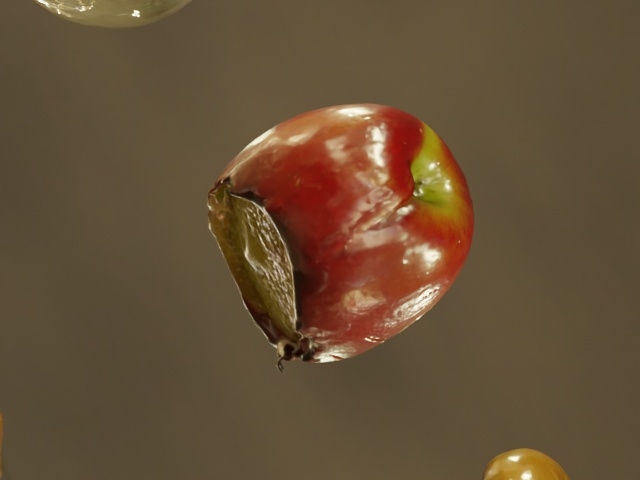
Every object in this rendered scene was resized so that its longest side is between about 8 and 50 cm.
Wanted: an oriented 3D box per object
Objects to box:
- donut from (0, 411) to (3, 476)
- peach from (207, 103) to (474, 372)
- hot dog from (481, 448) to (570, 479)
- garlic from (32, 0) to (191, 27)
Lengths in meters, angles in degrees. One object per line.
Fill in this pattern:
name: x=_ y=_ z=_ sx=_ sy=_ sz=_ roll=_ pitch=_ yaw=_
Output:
donut: x=-0.215 y=0.137 z=0.646 sx=0.108 sy=0.277 sz=0.277 roll=0 pitch=-66 yaw=19
peach: x=0.000 y=0.000 z=1.295 sx=0.226 sy=0.196 sz=0.190 roll=-29 pitch=-55 yaw=32
hot dog: x=0.110 y=0.152 z=0.884 sx=0.140 sy=0.060 sz=0.090 roll=65 pitch=27 yaw=-60
garlic: x=-0.174 y=-0.243 z=0.990 sx=0.340 sy=0.231 sz=0.246 roll=-25 pitch=113 yaw=-77
